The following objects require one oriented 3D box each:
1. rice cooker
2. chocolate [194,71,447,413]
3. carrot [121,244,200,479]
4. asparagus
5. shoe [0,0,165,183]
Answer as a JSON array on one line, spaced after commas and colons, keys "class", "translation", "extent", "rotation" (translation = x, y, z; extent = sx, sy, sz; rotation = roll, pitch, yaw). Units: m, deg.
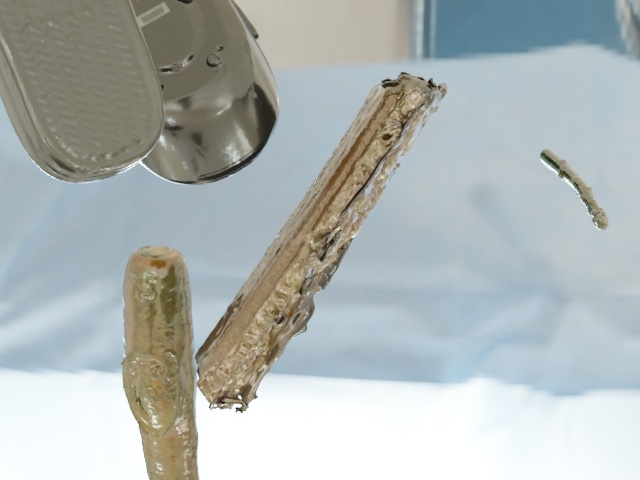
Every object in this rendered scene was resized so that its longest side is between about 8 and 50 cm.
[{"class": "rice cooker", "translation": [-0.116, -0.140, 1.537], "extent": [0.142, 0.203, 0.118], "rotation": [-30, 147, -5]}, {"class": "chocolate", "translation": [-0.004, -0.003, 1.580], "extent": [0.065, 0.329, 0.102], "rotation": [33, -176, 6]}, {"class": "carrot", "translation": [-0.139, 0.164, 1.734], "extent": [0.070, 0.070, 0.342], "rotation": [0, 116, 6]}, {"class": "asparagus", "translation": [0.195, -0.038, 1.446], "extent": [0.016, 0.163, 0.016], "rotation": [-19, 115, -2]}, {"class": "shoe", "translation": [-0.169, -0.143, 1.081], "extent": [0.108, 0.241, 0.093], "rotation": [-18, 178, -31]}]
